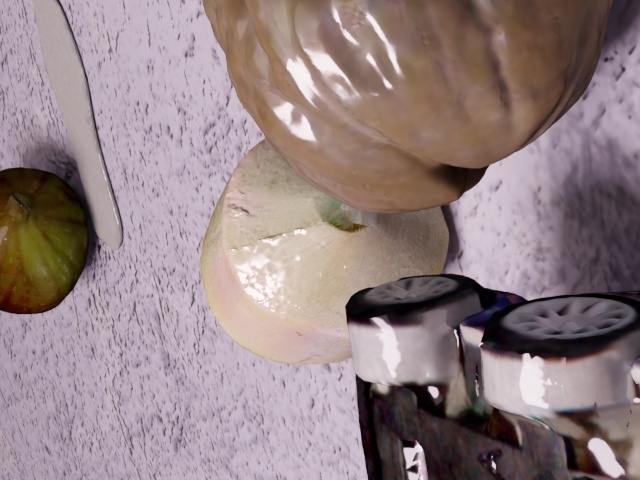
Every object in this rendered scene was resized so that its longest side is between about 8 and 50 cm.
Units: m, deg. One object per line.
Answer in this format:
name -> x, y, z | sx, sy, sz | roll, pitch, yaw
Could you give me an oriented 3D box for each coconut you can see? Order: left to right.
coconut -> 0.000, 0.000, 0.966 | 0.116, 0.116, 0.122 | 67, 158, 8

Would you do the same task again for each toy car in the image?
toy car -> 0.113, 0.093, 0.762 | 0.235, 0.158, 0.172 | 15, 115, 59

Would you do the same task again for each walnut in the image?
walnut -> 0.028, -0.130, 0.783 | 0.230, 0.178, 0.178 | 69, 153, 14

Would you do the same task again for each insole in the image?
insole -> -0.172, -0.087, 1.349 | 0.065, 0.004, 0.197 | 0, 107, 62

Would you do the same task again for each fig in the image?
fig -> -0.217, -0.008, 1.369 | 0.109, 0.103, 0.154 | 49, 162, 14
